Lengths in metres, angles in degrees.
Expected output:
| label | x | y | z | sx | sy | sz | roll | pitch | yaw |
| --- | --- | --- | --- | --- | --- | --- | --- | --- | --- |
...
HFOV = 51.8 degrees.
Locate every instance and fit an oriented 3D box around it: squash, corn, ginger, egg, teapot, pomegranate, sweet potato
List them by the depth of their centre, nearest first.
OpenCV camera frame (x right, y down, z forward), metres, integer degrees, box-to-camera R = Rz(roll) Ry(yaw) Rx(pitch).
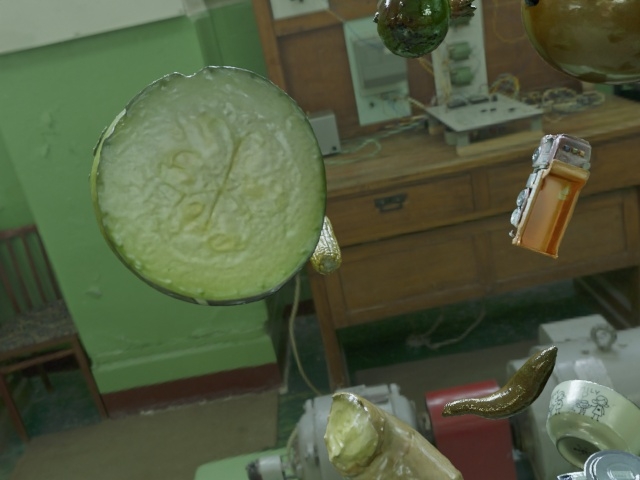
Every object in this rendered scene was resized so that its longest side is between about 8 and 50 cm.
| label | x | y | z | sx | sy | sz | roll | pitch | yaw |
| --- | --- | --- | --- | --- | --- | --- | --- | --- | --- |
| teapot | 0.259 | 0.231 | 0.597 | 0.088 | 0.057 | 0.066 | -2 | 26 | 6 |
| squash | -0.098 | -0.047 | 0.608 | 0.219 | 0.219 | 0.041 | -21 | 9 | -20 |
| ginger | 0.101 | 0.331 | 0.937 | 0.138 | 0.267 | 0.152 | -48 | -8 | -1 |
| egg | 0.506 | -0.409 | 1.123 | 0.282 | 0.283 | 0.351 | -20 | 25 | -19 |
| pomegranate | 0.204 | -0.445 | 1.295 | 0.205 | 0.159 | 0.159 | -15 | 22 | -3 |
| corn | 0.000 | 0.000 | 1.556 | 0.080 | 0.080 | 0.238 | -14 | 30 | -5 |
| sweet potato | 0.448 | 0.364 | 1.578 | 0.346 | 0.108 | 0.079 | -40 | 7 | 28 |

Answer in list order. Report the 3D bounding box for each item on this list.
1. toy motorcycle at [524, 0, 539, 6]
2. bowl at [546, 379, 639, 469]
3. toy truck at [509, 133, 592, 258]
| label | x | y | z | sx | sy | sz | roll | pitch | yaw |
| --- | --- | --- | --- | --- | --- | --- | --- | --- | --- |
| toy motorcycle | 0.283 | -0.411 | 0.939 | 0.058 | 0.100 | 0.173 | 10 | -6 | 44 |
| bowl | 0.637 | 0.455 | 1.548 | 0.237 | 0.238 | 0.126 | 7 | 41 | 40 |
| toy truck | 0.521 | -0.104 | 1.501 | 0.114 | 0.270 | 0.135 | 18 | 4 | -5 |
